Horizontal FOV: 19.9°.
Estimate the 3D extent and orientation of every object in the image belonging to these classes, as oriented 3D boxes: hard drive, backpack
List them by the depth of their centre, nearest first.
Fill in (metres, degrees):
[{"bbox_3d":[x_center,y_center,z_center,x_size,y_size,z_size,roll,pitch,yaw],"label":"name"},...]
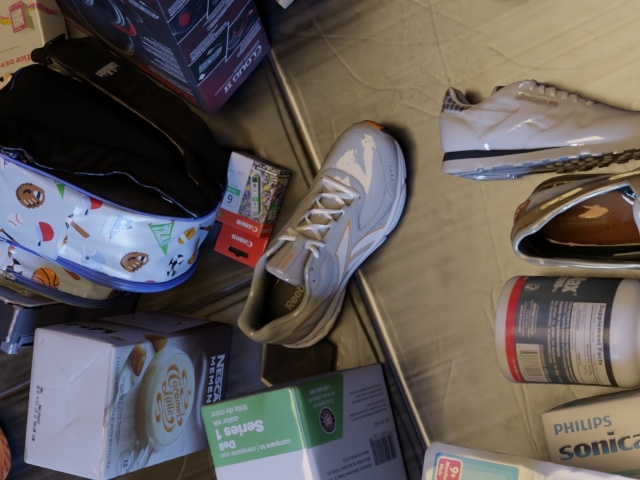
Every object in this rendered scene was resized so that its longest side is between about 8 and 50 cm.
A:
[{"bbox_3d":[-0.236,-0.051,1.898,0.263,0.276,0.213,20,123,3],"label":"backpack"},{"bbox_3d":[-0.398,0.020,1.995,0.339,0.237,0.064,26,104,23],"label":"hard drive"}]

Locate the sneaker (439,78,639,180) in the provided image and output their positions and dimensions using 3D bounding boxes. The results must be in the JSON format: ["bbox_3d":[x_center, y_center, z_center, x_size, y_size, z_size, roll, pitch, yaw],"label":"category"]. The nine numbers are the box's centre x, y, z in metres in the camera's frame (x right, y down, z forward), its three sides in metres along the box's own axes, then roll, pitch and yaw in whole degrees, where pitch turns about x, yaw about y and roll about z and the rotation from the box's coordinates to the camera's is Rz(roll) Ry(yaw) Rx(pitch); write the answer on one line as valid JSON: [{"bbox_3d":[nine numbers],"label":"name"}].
[{"bbox_3d":[0.224,-0.115,1.773,0.235,0.090,0.094,-3,80,24],"label":"sneaker"}]

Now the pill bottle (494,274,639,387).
[{"bbox_3d":[0.267,0.088,1.745,0.180,0.108,0.108,1,93,25],"label":"pill bottle"}]

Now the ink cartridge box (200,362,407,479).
[{"bbox_3d":[0.004,0.278,1.830,0.117,0.201,0.278,-15,87,26],"label":"ink cartridge box"}]

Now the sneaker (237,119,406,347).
[{"bbox_3d":[0.000,0.000,1.863,0.099,0.121,0.262,29,104,21],"label":"sneaker"}]

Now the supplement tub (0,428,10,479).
[{"bbox_3d":[-0.458,0.271,2.102,0.190,0.117,0.117,-26,81,25],"label":"supplement tub"}]

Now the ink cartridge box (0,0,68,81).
[{"bbox_3d":[-0.339,-0.247,2.055,0.089,0.052,0.122,-14,88,26],"label":"ink cartridge box"}]

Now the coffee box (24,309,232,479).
[{"bbox_3d":[-0.196,0.155,1.896,0.098,0.246,0.141,9,97,24],"label":"coffee box"}]

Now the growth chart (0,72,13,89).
[{"bbox_3d":[-0.416,-0.131,2.089,0.237,0.021,0.172,18,122,24],"label":"growth chart"}]

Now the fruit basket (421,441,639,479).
[{"bbox_3d":[0.237,0.366,1.607,0.353,0.165,0.327,9,98,27],"label":"fruit basket"}]

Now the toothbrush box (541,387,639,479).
[{"bbox_3d":[0.354,0.279,1.702,0.216,0.126,0.295,-12,86,28],"label":"toothbrush box"}]

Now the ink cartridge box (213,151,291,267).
[{"bbox_3d":[-0.080,-0.032,1.951,0.063,0.029,0.115,23,102,23],"label":"ink cartridge box"}]

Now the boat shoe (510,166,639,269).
[{"bbox_3d":[0.324,-0.020,1.701,0.302,0.103,0.113,-12,107,29],"label":"boat shoe"}]

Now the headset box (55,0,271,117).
[{"bbox_3d":[-0.182,-0.265,1.867,0.218,0.293,0.110,34,77,19],"label":"headset box"}]

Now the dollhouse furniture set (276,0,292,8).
[{"bbox_3d":[-0.063,-0.355,1.897,0.129,0.129,0.183,-46,31,5],"label":"dollhouse furniture set"}]
